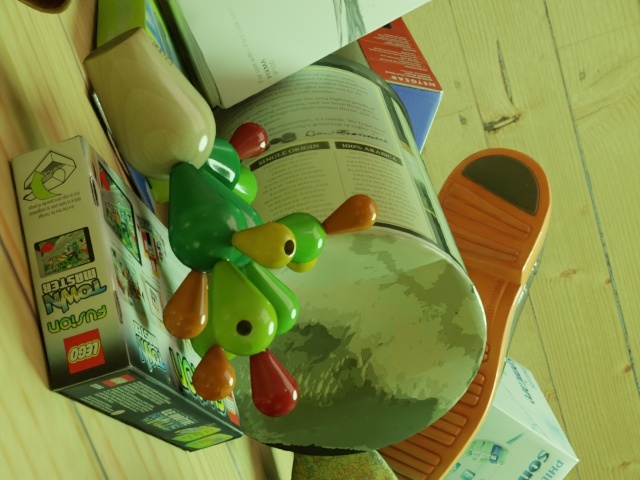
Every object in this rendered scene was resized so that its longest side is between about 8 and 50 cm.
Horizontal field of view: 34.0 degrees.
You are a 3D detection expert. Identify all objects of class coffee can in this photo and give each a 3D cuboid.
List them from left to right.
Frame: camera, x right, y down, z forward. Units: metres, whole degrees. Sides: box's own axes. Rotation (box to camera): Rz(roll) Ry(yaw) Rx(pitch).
[{"bbox_3d":[0.000,0.000,0.826,0.275,0.202,0.201,-102,173,-55],"label":"coffee can"}]

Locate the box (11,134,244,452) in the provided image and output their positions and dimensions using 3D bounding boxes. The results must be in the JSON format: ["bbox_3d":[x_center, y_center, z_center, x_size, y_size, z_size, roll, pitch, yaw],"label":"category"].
[{"bbox_3d":[-0.092,0.039,0.547,0.207,0.036,0.114,63,10,-69],"label":"box"}]

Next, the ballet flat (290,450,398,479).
[{"bbox_3d":[0.043,0.316,0.802,0.123,0.123,0.348,24,47,-85],"label":"ballet flat"}]

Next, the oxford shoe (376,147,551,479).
[{"bbox_3d":[0.116,0.102,0.940,0.363,0.130,0.132,-60,157,-12],"label":"oxford shoe"}]

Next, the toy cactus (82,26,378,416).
[{"bbox_3d":[-0.050,-0.025,0.532,0.180,0.112,0.219,60,16,-23],"label":"toy cactus"}]

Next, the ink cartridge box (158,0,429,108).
[{"bbox_3d":[-0.013,-0.252,0.887,0.207,0.283,0.117,51,-13,53],"label":"ink cartridge box"}]

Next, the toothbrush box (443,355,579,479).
[{"bbox_3d":[0.103,0.155,1.125,0.296,0.126,0.216,35,13,-11],"label":"toothbrush box"}]

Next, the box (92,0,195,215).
[{"bbox_3d":[-0.123,-0.109,0.751,0.178,0.042,0.109,-104,175,-53],"label":"box"}]

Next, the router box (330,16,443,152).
[{"bbox_3d":[0.023,-0.118,1.288,0.301,0.082,0.335,-107,-150,-53],"label":"router box"}]

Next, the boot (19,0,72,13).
[{"bbox_3d":[-0.139,-0.192,0.573,0.295,0.104,0.211,59,19,-54],"label":"boot"}]
